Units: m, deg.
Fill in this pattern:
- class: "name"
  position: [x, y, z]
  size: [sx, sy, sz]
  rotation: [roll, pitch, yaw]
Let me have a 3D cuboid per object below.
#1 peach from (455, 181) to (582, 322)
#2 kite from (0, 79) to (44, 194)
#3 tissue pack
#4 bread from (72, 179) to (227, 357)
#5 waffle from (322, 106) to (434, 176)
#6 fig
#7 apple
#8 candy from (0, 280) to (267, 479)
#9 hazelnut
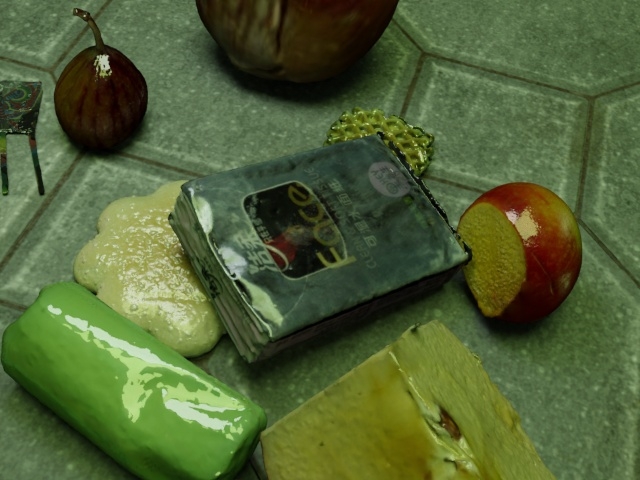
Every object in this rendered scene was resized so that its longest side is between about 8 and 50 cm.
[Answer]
- class: "peach"
  position: [0.279, 0.017, 1.230]
  size: [0.190, 0.190, 0.192]
  rotation: [31, 56, 17]
- class: "kite"
  position: [-0.513, -0.172, 1.388]
  size: [0.152, 0.015, 0.285]
  rotation: [-12, 52, -17]
- class: "tissue pack"
  position: [0.000, 0.000, 1.204]
  size: [0.361, 0.122, 0.259]
  rotation: [-17, 64, -33]
- class: "bread"
  position: [-0.198, 0.027, 1.239]
  size: [0.316, 0.054, 0.316]
  rotation: [5, 51, -6]
- class: "waffle"
  position: [0.100, -0.162, 1.451]
  size: [0.183, 0.036, 0.169]
  rotation: [26, 49, 11]
- class: "fig"
  position: [-0.347, -0.251, 1.386]
  size: [0.148, 0.202, 0.149]
  rotation: [28, 15, -1]
- class: "apple"
  position: [0.124, 0.267, 0.957]
  size: [0.314, 0.252, 0.309]
  rotation: [-30, 80, -21]
- class: "candy"
  position: [-0.234, 0.183, 1.050]
  size: [0.343, 0.132, 0.142]
  rotation: [29, 36, 16]
- class: "hazelnut"
  position: [-0.037, -0.449, 1.510]
  size: [0.372, 0.315, 0.372]
  rotation: [-1, 77, 5]
